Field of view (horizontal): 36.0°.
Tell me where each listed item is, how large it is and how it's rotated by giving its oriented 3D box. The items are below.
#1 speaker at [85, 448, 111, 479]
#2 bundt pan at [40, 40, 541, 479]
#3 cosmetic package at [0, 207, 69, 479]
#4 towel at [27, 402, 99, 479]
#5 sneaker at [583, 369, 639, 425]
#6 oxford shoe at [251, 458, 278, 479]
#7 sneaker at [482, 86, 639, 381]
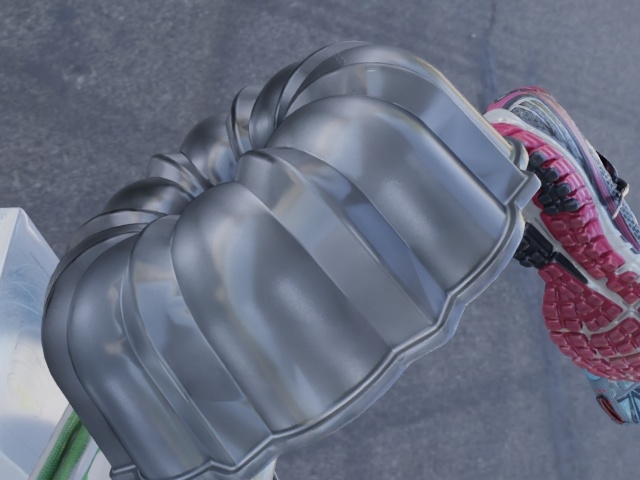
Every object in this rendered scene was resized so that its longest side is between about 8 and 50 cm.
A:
[{"bbox_3d":[-0.238,0.371,1.162,0.131,0.131,0.296,57,14,-28],"label":"speaker"},{"bbox_3d":[-0.039,-0.008,0.611,0.124,0.331,0.331,53,50,-19],"label":"bundt pan"},{"bbox_3d":[-0.326,0.124,0.953,0.224,0.138,0.224,73,18,-55],"label":"cosmetic package"},{"bbox_3d":[-0.210,0.277,0.684,0.038,0.248,0.324,16,103,-7],"label":"towel"},{"bbox_3d":[0.374,0.109,0.981,0.262,0.104,0.125,-17,88,-15],"label":"sneaker"},{"bbox_3d":[-0.099,0.352,1.215,0.130,0.449,0.169,24,51,1],"label":"oxford shoe"},{"bbox_3d":[0.232,0.002,0.824,0.299,0.121,0.112,54,44,-21],"label":"sneaker"}]
